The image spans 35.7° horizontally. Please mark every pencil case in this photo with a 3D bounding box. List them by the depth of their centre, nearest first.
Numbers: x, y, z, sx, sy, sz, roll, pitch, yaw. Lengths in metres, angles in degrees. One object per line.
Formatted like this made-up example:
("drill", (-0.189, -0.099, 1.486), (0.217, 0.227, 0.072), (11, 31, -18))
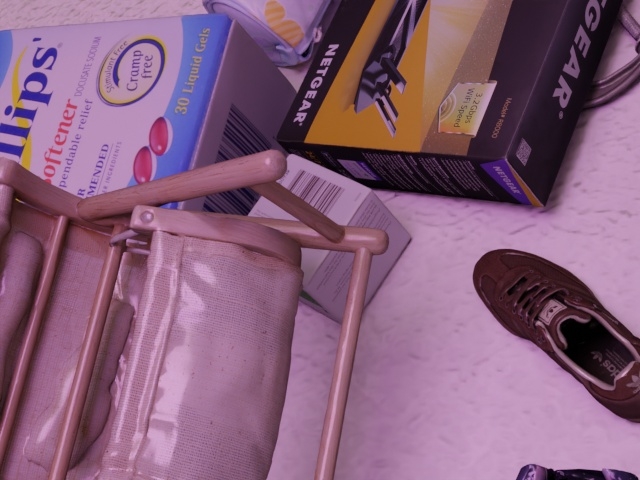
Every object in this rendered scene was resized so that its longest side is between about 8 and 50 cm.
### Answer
("pencil case", (-0.006, -0.311, 1.022), (0.124, 0.113, 0.273), (24, 77, 29))

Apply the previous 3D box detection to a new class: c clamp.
("c clamp", (0.241, -0.190, 0.862), (0.137, 0.022, 0.161), (-27, 52, 15))

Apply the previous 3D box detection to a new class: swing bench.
("swing bench", (-0.116, 0.086, 0.671), (0.254, 0.165, 0.253), (1, 70, 32))

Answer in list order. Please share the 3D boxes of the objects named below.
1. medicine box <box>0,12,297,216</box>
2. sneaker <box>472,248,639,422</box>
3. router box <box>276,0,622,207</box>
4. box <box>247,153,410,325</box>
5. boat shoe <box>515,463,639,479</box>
("medicine box", (-0.201, -0.060, 0.948), (0.289, 0.149, 0.264), (2, 68, 27))
("sneaker", (0.177, 0.053, 0.726), (0.066, 0.071, 0.188), (-47, 51, -2))
("router box", (0.127, -0.190, 0.878), (0.243, 0.081, 0.309), (9, 68, 41))
("box", (0.000, 0.000, 0.852), (0.101, 0.087, 0.102), (27, 80, 39))
("boat shoe", (0.139, 0.288, 0.554), (0.127, 0.158, 0.341), (-6, 60, 28))
